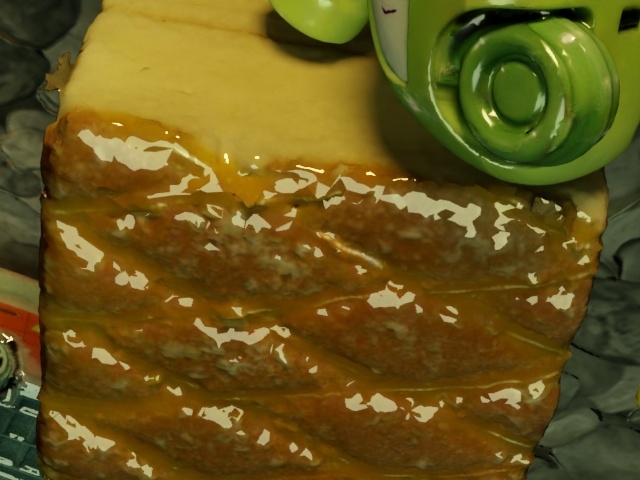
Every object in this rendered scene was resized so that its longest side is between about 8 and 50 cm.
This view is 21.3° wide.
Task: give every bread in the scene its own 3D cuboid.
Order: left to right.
[{"bbox_3d":[0.000,0.000,0.908,0.279,0.207,0.279,7,133,2],"label":"bread"}]

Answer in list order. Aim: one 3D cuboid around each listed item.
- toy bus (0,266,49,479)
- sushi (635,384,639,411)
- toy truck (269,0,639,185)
[{"bbox_3d":[-0.154,0.107,1.096,0.265,0.120,0.121,22,133,-12],"label":"toy bus"},{"bbox_3d":[0.316,0.013,0.809,0.329,0.285,0.328,-6,132,14],"label":"sushi"},{"bbox_3d":[0.077,-0.138,0.724,0.210,0.148,0.187,39,126,29],"label":"toy truck"}]
